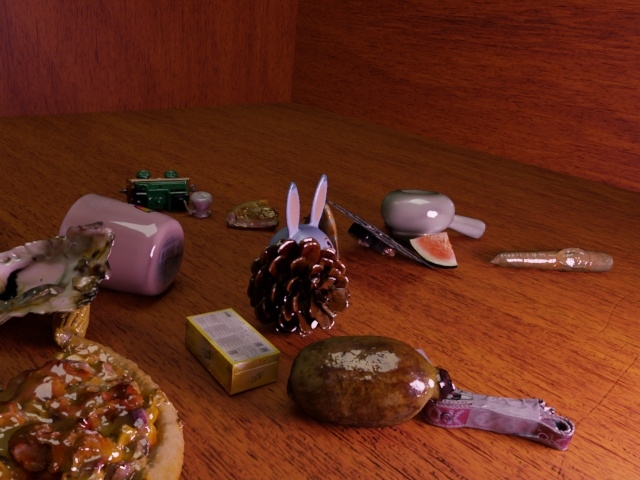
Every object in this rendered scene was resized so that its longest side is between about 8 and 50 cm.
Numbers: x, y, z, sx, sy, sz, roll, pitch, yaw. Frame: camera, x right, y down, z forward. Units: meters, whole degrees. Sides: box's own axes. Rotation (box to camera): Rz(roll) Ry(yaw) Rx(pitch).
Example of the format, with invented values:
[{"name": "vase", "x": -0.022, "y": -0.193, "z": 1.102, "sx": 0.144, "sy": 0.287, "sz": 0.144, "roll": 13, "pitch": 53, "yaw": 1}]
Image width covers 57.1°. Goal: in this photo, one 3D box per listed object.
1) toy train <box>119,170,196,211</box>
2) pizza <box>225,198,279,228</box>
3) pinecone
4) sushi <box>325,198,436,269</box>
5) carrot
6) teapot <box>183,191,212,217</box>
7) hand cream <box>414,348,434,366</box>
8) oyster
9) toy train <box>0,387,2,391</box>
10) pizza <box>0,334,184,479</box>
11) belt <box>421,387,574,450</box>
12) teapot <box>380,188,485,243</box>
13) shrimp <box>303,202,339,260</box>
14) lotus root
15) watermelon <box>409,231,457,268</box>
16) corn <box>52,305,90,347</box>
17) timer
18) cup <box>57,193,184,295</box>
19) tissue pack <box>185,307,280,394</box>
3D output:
[{"name": "toy train", "x": -0.476, "y": -0.141, "z": 1.754, "sx": 0.228, "sy": 0.091, "sz": 0.136, "roll": -5, "pitch": 34, "yaw": -26}, {"name": "pizza", "x": -0.180, "y": -0.073, "z": 1.695, "sx": 0.161, "sy": 0.062, "sz": 0.182, "roll": 25, "pitch": 27, "yaw": 37}, {"name": "pinecone", "x": -0.033, "y": 0.094, "z": 1.128, "sx": 0.208, "sy": 0.207, "sz": 0.207, "roll": 5, "pitch": 22, "yaw": -2}, {"name": "sushi", "x": 0.133, "y": 0.001, "z": 1.482, "sx": 0.264, "sy": 0.050, "sz": 0.290, "roll": 38, "pitch": 8, "yaw": 37}, {"name": "carrot", "x": 0.622, "y": 0.053, "z": 1.583, "sx": 0.342, "sy": 0.070, "sz": 0.070, "roll": 2, "pitch": 22, "yaw": -7}, {"name": "teapot", "x": -0.357, "y": -0.102, "z": 1.717, "sx": 0.083, "sy": 0.064, "sz": 0.064, "roll": -11, "pitch": 33, "yaw": -26}, {"name": "hand cream", "x": 0.121, "y": 0.220, "z": 1.058, "sx": 0.186, "sy": 0.054, "sz": 0.087, "roll": 4, "pitch": 24, "yaw": -22}, {"name": "oyster", "x": -0.529, "y": 0.084, "z": 1.075, "sx": 0.355, "sy": 0.107, "sz": 0.201, "roll": -14, "pitch": 52, "yaw": 1}, {"name": "toy train", "x": -0.523, "y": 0.237, "z": 0.873, "sx": 0.092, "sy": 0.029, "sz": 0.045, "roll": -7, "pitch": 32, "yaw": -32}, {"name": "pizza", "x": -0.329, "y": 0.250, "z": 0.794, "sx": 0.278, "sy": 0.114, "sz": 0.409, "roll": 1, "pitch": 19, "yaw": -26}, {"name": "belt", "x": 0.279, "y": 0.278, "z": 0.942, "sx": 0.232, "sy": 0.053, "sz": 0.071, "roll": 9, "pitch": 21, "yaw": 11}, {"name": "teapot", "x": 0.329, "y": -0.064, "z": 1.679, "sx": 0.318, "sy": 0.149, "sz": 0.220, "roll": 5, "pitch": 13, "yaw": 2}, {"name": "shrimp", "x": 0.000, "y": 0.000, "z": 1.499, "sx": 0.058, "sy": 0.169, "sz": 0.296, "roll": -11, "pitch": -9, "yaw": -13}, {"name": "lotus root", "x": 0.078, "y": 0.221, "z": 0.926, "sx": 0.260, "sy": 0.128, "sz": 0.145, "roll": -1, "pitch": 41, "yaw": 8}, {"name": "watermelon", "x": 0.297, "y": 0.017, "z": 1.523, "sx": 0.135, "sy": 0.094, "sz": 0.125, "roll": 23, "pitch": 18, "yaw": -6}, {"name": "corn", "x": -0.467, "y": 0.130, "z": 1.101, "sx": 0.067, "sy": 0.067, "sz": 0.206, "roll": -2, "pitch": 23, "yaw": -19}, {"name": "timer", "x": -0.025, "y": 0.004, "z": 1.310, "sx": 0.175, "sy": 0.255, "sz": 0.175, "roll": 20, "pitch": 33, "yaw": -14}, {"name": "cup", "x": -0.406, "y": 0.022, "z": 1.273, "sx": 0.201, "sy": 0.191, "sz": 0.253, "roll": 13, "pitch": -10, "yaw": 9}, {"name": "tissue pack", "x": -0.158, "y": 0.190, "z": 1.036, "sx": 0.095, "sy": 0.062, "sz": 0.176, "roll": -9, "pitch": 25, "yaw": -37}]
